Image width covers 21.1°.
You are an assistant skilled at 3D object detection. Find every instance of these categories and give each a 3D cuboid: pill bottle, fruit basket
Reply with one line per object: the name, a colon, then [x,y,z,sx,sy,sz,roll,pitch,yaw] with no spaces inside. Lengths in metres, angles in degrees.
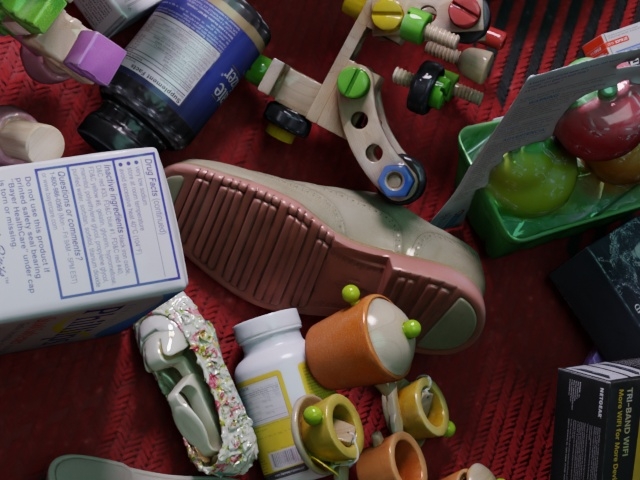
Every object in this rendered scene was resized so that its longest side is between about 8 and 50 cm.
pill bottle: [-0.164,-0.177,1.880,0.123,0.123,0.219,38,81,-9]
fruit basket: [0.300,-0.131,1.938,0.327,0.353,0.165,-16,62,-23]
pill bottle: [-0.034,0.172,1.868,0.103,0.103,0.184,-14,83,-24]

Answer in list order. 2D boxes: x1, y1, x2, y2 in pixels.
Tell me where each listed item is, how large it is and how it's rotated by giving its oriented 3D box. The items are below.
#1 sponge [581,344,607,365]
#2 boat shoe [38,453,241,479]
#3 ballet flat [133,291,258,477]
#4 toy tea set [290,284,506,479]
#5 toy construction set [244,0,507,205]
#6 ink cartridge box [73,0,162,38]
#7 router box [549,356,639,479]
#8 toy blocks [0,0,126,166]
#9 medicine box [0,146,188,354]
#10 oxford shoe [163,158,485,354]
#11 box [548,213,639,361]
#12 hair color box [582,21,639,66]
sponge: [0.394,0.213,2.064,0.210,0.031,0.117,37,66,-8]
boat shoe: [-0.147,0.309,1.808,0.335,0.095,0.112,18,32,-20]
ballet flat: [-0.143,0.144,1.827,0.241,0.091,0.077,60,30,9]
toy tea set: [0.105,0.194,1.850,0.336,0.124,0.200,39,41,-42]
toy construction set: [0.058,-0.208,1.953,0.237,0.257,0.309,23,30,12]
ink cartridge box: [-0.237,-0.392,1.950,0.275,0.060,0.239,54,46,-2]
router box: [0.363,0.286,1.915,0.243,0.081,0.309,-5,102,-39]
toy blocks: [-0.342,-0.268,1.784,0.288,0.260,0.309,39,78,-28]
medicine box: [-0.313,0.026,1.706,0.289,0.263,0.149,-9,81,-22]
oxford shoe: [0.000,0.000,1.931,0.397,0.140,0.146,25,35,-7]
box: [0.386,0.058,2.045,0.158,0.093,0.156,-28,81,-33]
hair color box: [0.408,-0.187,2.154,0.093,0.053,0.167,-21,87,-25]
